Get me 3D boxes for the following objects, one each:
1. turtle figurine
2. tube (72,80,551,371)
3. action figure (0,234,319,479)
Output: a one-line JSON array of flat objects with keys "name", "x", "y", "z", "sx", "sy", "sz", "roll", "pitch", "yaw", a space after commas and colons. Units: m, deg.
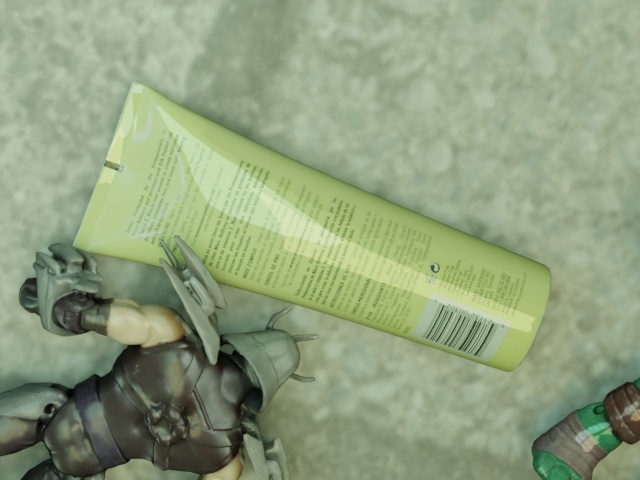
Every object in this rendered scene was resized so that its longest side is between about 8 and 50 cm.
[{"name": "turtle figurine", "x": 0.232, "y": 0.070, "z": 0.835, "sx": 0.175, "sy": 0.118, "sz": 0.234, "roll": 43, "pitch": 110, "yaw": 0}, {"name": "tube", "x": 0.000, "y": 0.000, "z": 0.822, "sx": 0.240, "sy": 0.062, "sz": 0.070, "roll": 19, "pitch": 59, "yaw": -7}, {"name": "action figure", "x": -0.133, "y": 0.101, "z": 0.808, "sx": 0.285, "sy": 0.099, "sz": 0.185, "roll": -23, "pitch": 99, "yaw": -5}]
